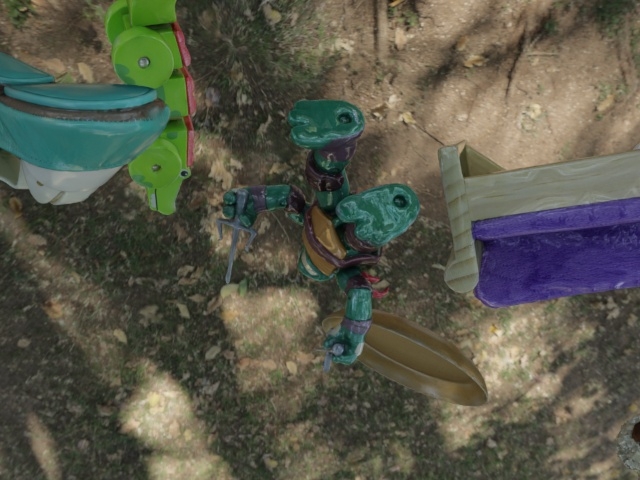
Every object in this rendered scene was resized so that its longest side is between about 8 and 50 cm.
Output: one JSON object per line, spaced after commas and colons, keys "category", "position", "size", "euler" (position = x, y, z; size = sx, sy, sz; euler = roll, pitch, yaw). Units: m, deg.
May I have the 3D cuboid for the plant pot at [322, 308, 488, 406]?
{"category": "plant pot", "position": [0.113, 0.151, 0.748], "size": [0.236, 0.236, 0.032], "euler": [36, 68, -18]}

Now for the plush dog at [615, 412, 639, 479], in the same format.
{"category": "plush dog", "position": [0.531, 0.405, 0.810], "size": [0.226, 0.262, 0.210], "euler": [-57, 146, 5]}

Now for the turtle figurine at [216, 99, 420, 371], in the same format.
{"category": "turtle figurine", "position": [0.000, 0.000, 0.467], "size": [0.175, 0.234, 0.118], "euler": [43, 62, 11]}

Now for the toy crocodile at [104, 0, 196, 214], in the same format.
{"category": "toy crocodile", "position": [-0.199, -0.177, 0.694], "size": [0.105, 0.115, 0.341], "euler": [-9, 134, -19]}

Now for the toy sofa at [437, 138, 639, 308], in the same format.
{"category": "toy sofa", "position": [0.284, -0.024, 0.446], "size": [0.362, 0.150, 0.177], "euler": [-8, 100, 19]}

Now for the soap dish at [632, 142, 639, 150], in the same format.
{"category": "soap dish", "position": [0.560, -0.077, 0.815], "size": [0.228, 0.290, 0.118], "euler": [-9, 109, 42]}

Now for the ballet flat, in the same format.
{"category": "ballet flat", "position": [-0.184, -0.072, 0.373], "size": [0.083, 0.247, 0.087], "euler": [-23, 125, -47]}
